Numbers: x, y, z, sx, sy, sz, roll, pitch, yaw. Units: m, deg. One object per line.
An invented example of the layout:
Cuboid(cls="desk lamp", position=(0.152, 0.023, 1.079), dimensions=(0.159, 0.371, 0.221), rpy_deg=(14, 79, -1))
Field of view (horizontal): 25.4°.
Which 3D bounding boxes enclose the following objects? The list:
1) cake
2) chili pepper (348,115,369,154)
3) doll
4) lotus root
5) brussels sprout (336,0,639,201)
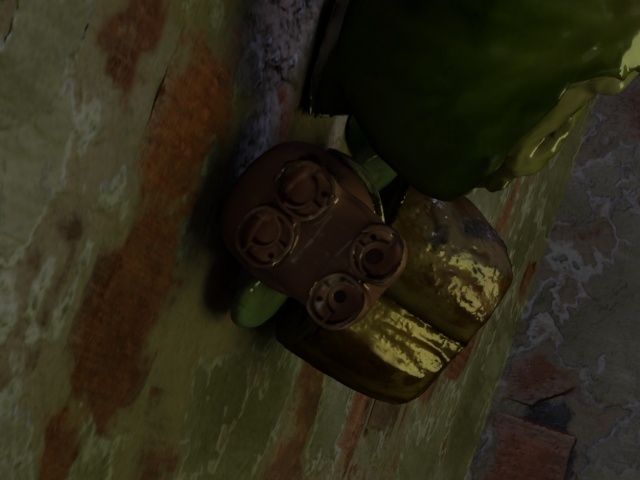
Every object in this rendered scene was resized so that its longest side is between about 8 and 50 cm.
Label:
Cuboid(cls="cake", position=(0.143, -0.234, 1.739), dimensions=(0.158, 0.284, 0.172), rpy_deg=(-20, 111, -69))
Cuboid(cls="chili pepper", position=(0.105, -0.133, 2.020), dimensions=(0.100, 0.074, 0.257), rpy_deg=(-56, 157, 5))
Cuboid(cls="doll", position=(0.000, 0.000, 1.608), dimensions=(0.284, 0.216, 0.268), rpy_deg=(-48, 169, 4))
Cuboid(cls="lotus root", position=(0.106, 0.062, 1.807), dimensions=(0.316, 0.250, 0.316), rpy_deg=(-54, -174, 9))
Cuboid(cls="brussels sprout", position=(0.196, -0.225, 1.510), dimensions=(0.314, 0.371, 0.276), rpy_deg=(62, 7, -7))
